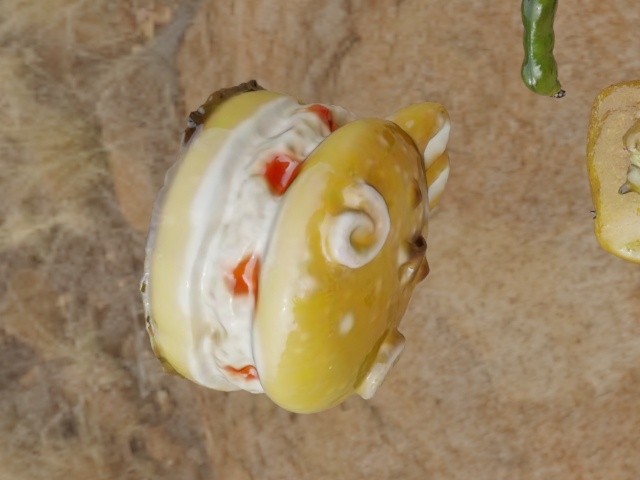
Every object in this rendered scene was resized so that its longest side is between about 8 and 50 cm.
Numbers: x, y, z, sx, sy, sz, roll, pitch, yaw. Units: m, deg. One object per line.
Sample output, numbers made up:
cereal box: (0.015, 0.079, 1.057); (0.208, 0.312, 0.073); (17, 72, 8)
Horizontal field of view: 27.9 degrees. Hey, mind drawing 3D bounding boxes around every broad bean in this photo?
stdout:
broad bean: (0.245, -0.238, 1.406); (0.053, 0.256, 0.052); (-1, 54, 9)

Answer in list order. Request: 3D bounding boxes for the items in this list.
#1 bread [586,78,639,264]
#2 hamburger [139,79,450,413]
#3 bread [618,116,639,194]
bread: (0.591, -0.115, 2.040); (0.148, 0.328, 0.337); (102, 177, -63)
hamburger: (0.000, 0.000, 1.089); (0.186, 0.302, 0.261); (11, 127, 20)
bread: (0.283, -0.011, 0.701); (0.139, 0.143, 0.229); (-40, 61, -7)
